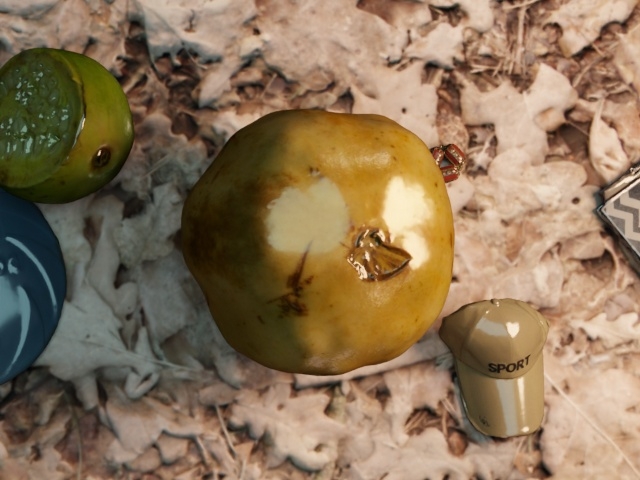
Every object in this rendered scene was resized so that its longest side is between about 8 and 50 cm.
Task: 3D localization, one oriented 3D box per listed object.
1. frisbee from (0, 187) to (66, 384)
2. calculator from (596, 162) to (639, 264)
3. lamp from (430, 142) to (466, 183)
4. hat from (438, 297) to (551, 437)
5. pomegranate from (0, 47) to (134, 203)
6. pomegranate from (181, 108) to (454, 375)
[{"bbox_3d":[-0.468,0.054,1.776,0.289,0.049,0.289,0,81,-2],"label":"frisbee"},{"bbox_3d":[0.511,-0.067,1.846,0.274,0.028,0.165,-35,81,-9],"label":"calculator"},{"bbox_3d":[0.155,-0.091,1.834,0.083,0.031,0.063,-37,85,-12],"label":"lamp"},{"bbox_3d":[0.237,0.161,1.768,0.147,0.085,0.175,-9,80,-5],"label":"hat"},{"bbox_3d":[-0.341,-0.129,1.766,0.241,0.159,0.190,-19,72,23],"label":"pomegranate"},{"bbox_3d":[0.000,0.000,1.681,0.333,0.332,0.332,0,81,-2],"label":"pomegranate"}]
